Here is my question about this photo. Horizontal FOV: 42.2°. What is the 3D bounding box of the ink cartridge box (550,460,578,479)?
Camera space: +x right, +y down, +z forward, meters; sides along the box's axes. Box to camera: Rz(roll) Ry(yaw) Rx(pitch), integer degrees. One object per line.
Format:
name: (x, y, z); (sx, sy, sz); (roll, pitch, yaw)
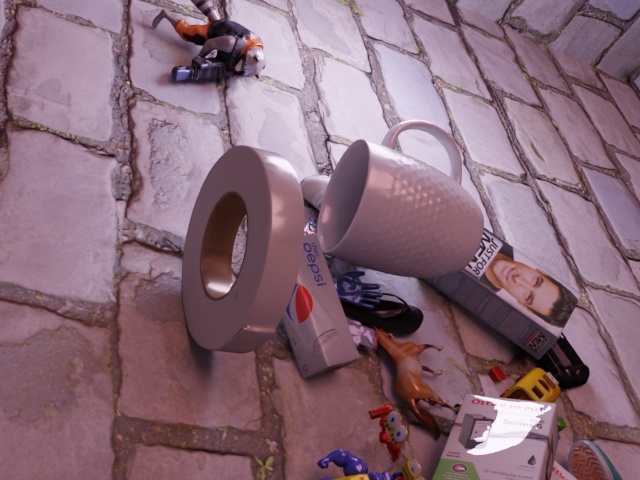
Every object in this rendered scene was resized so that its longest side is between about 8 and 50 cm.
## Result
ink cartridge box: (0.461, 0.578, 1.687); (0.172, 0.100, 0.237); (39, 38, 3)

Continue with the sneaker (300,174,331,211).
sneaker: (0.043, -0.079, 2.064); (0.229, 0.087, 0.092); (35, 32, -3)

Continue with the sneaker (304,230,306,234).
sneaker: (-0.064, 0.057, 1.841); (0.106, 0.078, 0.234); (41, 35, 9)

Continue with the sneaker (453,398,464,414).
sneaker: (0.348, 0.394, 1.845); (0.109, 0.040, 0.044); (45, 35, 10)

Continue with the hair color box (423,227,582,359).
hair color box: (0.454, 0.111, 2.113); (0.374, 0.113, 0.185); (36, 49, 9)

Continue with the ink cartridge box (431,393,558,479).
ink cartridge box: (0.356, 0.440, 1.662); (0.198, 0.114, 0.273); (3, 29, 23)

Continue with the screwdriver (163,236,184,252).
screwdriver: (-0.265, 0.044, 1.749); (0.170, 0.025, 0.024); (32, 37, 8)

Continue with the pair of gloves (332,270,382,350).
pair of gloves: (0.060, 0.152, 1.830); (0.159, 0.023, 0.198); (15, 62, -17)

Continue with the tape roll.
tape roll: (-0.154, 0.017, 1.554); (0.072, 0.392, 0.392); (11, 44, -31)

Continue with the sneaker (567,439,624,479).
sneaker: (0.659, 0.586, 1.844); (0.121, 0.108, 0.302); (0, 58, -40)

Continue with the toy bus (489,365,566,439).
toy bus: (0.513, 0.357, 1.964); (0.191, 0.104, 0.202); (20, 40, -22)

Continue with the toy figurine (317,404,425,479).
toy figurine: (0.081, 0.499, 1.480); (0.217, 0.191, 0.362); (-14, 63, -11)

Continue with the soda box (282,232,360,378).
soda box: (-0.023, 0.133, 1.719); (0.098, 0.091, 0.286); (-6, 71, -43)

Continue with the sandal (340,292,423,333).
sandal: (0.137, 0.155, 1.906); (0.254, 0.054, 0.097); (14, 33, -28)

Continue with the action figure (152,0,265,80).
action figure: (-0.291, -0.542, 2.228); (0.330, 0.178, 0.341); (36, 33, 15)

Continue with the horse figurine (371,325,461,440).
horse figurine: (0.212, 0.300, 1.814); (0.174, 0.066, 0.263); (19, 40, -26)

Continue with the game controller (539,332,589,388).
game controller: (0.587, 0.248, 2.193); (0.166, 0.067, 0.319); (11, 42, -51)

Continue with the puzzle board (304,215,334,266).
puzzle board: (0.000, 0.000, 2.010); (0.096, 0.011, 0.128); (32, 37, -6)

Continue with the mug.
mug: (0.208, -0.098, 1.925); (0.328, 0.276, 0.374); (18, 81, -18)
